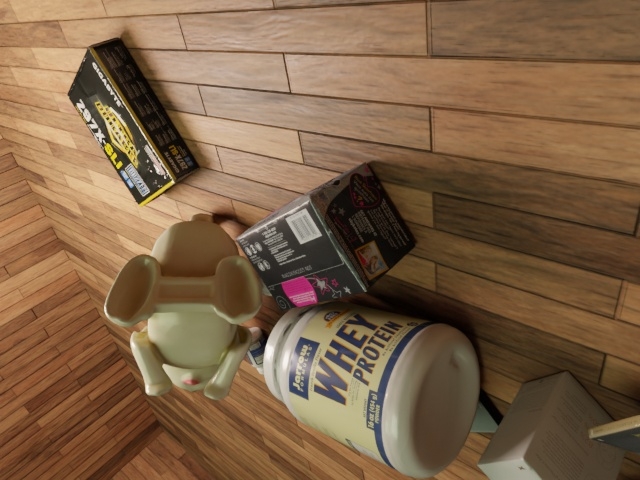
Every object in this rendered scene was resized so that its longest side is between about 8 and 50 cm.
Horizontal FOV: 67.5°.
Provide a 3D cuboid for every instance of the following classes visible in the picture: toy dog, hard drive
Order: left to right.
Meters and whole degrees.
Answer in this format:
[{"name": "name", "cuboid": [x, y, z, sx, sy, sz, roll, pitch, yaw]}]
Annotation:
[{"name": "toy dog", "cuboid": [-0.301, 0.178, 1.104, 0.408, 0.285, 0.395, 99, 159, -43]}, {"name": "hard drive", "cuboid": [0.261, 0.310, 0.881, 0.094, 0.022, 0.135, 54, 144, -2]}]

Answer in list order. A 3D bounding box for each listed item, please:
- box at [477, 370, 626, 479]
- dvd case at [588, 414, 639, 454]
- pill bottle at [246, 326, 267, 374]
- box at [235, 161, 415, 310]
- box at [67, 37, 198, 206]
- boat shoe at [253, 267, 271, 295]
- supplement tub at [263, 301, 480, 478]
[{"name": "box", "cuboid": [0.326, 0.294, 0.669, 0.130, 0.170, 0.091, 49, 144, 6]}, {"name": "dvd case", "cuboid": [0.448, 0.213, 0.528, 0.164, 0.018, 0.221, 20, 143, -9]}, {"name": "pill bottle", "cuboid": [-0.170, 0.302, 1.307, 0.067, 0.067, 0.120, 1, 121, 47]}, {"name": "box", "cuboid": [0.000, 0.000, 0.799, 0.247, 0.142, 0.163, -22, 102, 52]}, {"name": "box", "cuboid": [-0.444, -0.257, 1.119, 0.257, 0.079, 0.322, -13, 110, 53]}, {"name": "boat shoe", "cuboid": [-0.103, 0.098, 1.064, 0.184, 0.066, 0.063, -4, 128, 48]}, {"name": "supplement tub", "cuboid": [0.078, 0.234, 0.833, 0.325, 0.235, 0.235, 6, 124, 45]}]
